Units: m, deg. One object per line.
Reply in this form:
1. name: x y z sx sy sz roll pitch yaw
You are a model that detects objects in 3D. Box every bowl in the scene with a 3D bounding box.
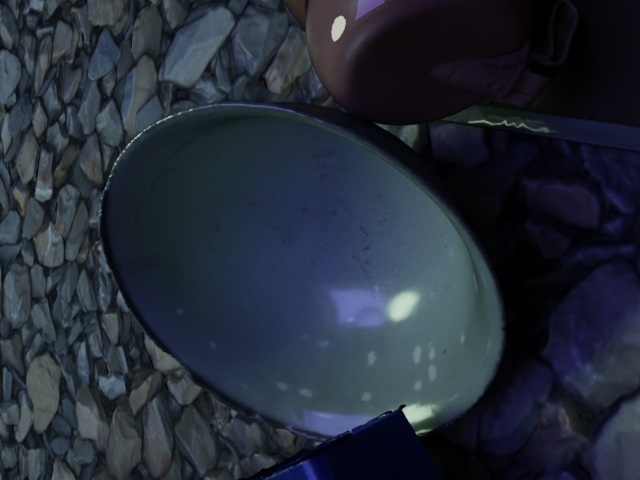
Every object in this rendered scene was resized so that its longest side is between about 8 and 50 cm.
1. bowl: 0.000 0.000 0.672 0.314 0.146 0.313 12 130 15

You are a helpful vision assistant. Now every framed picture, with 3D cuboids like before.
1. framed picture: 0.196 -0.179 0.587 0.293 0.018 0.231 19 103 46

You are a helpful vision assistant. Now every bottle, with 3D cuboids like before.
1. bottle: 0.056 -0.224 0.597 0.173 0.207 0.296 -54 41 48

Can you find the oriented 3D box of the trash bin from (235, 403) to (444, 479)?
1. trash bin: 0.035 0.253 0.596 0.163 0.184 0.234 -34 76 40
